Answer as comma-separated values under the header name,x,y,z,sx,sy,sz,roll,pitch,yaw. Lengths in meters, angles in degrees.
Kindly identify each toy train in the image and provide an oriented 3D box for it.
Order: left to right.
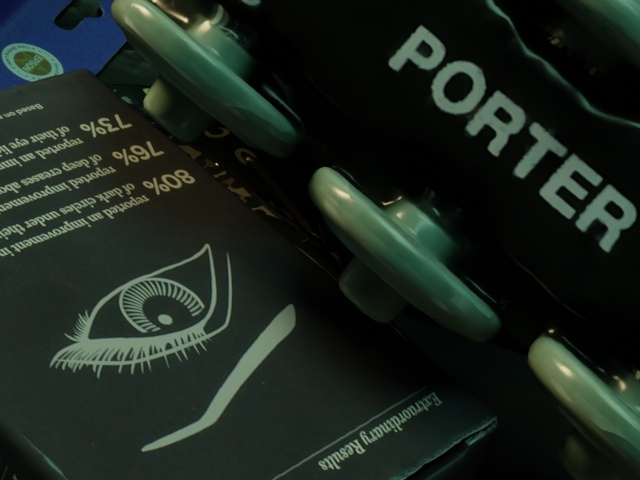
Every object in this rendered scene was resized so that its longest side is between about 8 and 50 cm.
name,x,y,z,sx,sy,sz,roll,pitch,yaw
toy train,0.069,-0.027,0.578,0.334,0.142,0.190,41,3,11

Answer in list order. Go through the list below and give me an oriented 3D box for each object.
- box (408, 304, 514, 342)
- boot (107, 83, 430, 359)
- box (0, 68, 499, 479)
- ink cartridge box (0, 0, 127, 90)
name,x,y,z,sx,sy,sz,roll,pitch,yaw
box,0.152,-0.066,0.762,0.168,0.203,0.167,19,34,-10
boot,0.000,-0.002,0.686,0.236,0.085,0.179,38,35,21
box,-0.075,0.055,0.543,0.207,0.108,0.153,41,37,21
ink cartridge box,-0.185,-0.165,0.822,0.224,0.045,0.223,26,34,1
